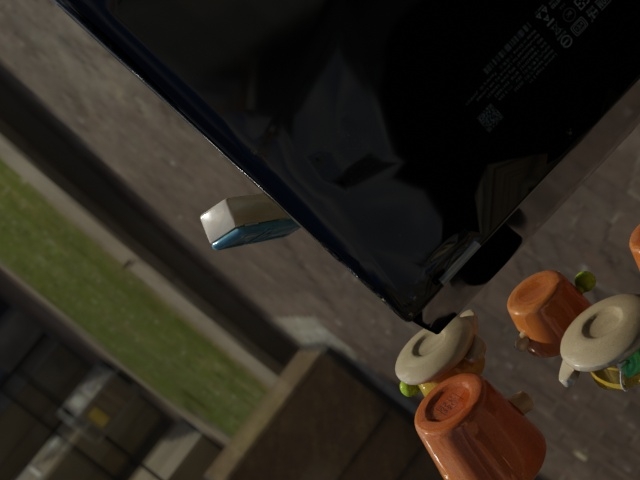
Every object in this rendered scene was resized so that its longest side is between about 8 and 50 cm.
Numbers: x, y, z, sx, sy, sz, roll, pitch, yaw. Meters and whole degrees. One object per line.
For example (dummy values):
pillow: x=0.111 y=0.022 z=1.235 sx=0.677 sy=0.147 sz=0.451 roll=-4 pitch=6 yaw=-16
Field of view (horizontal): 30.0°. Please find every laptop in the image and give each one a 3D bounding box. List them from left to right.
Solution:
laptop: x=0.108 y=-0.160 z=0.707 sx=0.408 sy=0.382 sz=0.236 roll=42 pitch=-178 yaw=-22

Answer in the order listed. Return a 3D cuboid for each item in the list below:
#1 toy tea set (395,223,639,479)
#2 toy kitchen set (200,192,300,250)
toy tea set: x=0.225 y=0.113 z=1.055 sx=0.124 sy=0.336 sz=0.200 roll=52 pitch=-158 yaw=-21
toy kitchen set: x=0.000 y=0.000 z=1.292 sx=0.207 sy=0.122 sz=0.166 roll=-31 pitch=76 yaw=41
